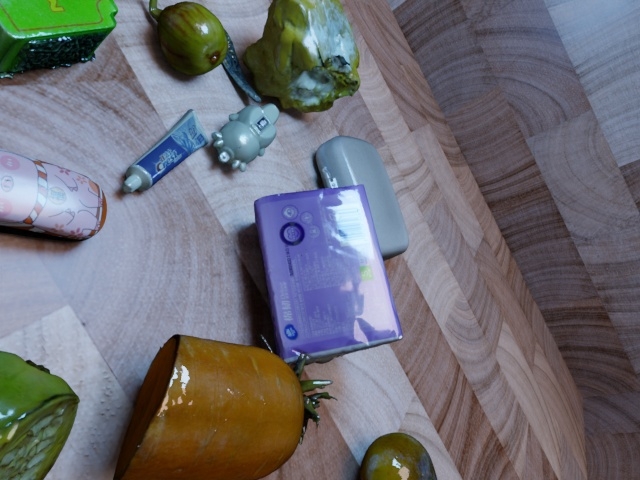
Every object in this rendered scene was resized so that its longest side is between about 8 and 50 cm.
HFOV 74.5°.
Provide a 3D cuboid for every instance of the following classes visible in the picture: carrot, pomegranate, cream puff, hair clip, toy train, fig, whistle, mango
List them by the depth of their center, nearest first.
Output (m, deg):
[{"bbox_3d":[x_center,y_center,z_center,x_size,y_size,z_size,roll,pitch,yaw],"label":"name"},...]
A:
[{"bbox_3d":[-0.363,0.212,0.398,0.159,0.241,0.190,25,16,3],"label":"pomegranate"},{"bbox_3d":[-0.136,0.249,0.624,0.331,0.214,0.193,24,90,-38],"label":"carrot"},{"bbox_3d":[-0.444,-0.373,0.646,0.188,0.132,0.243,60,38,-16],"label":"toy train"},{"bbox_3d":[-0.293,-0.438,0.887,0.186,0.148,0.142,22,59,4],"label":"fig"},{"bbox_3d":[0.190,0.538,0.927,0.316,0.146,0.193,50,37,-44],"label":"mango"},{"bbox_3d":[-0.163,-0.245,0.955,0.253,0.105,0.102,-60,149,-41],"label":"whistle"},{"bbox_3d":[-0.215,-0.439,1.057,0.229,0.036,0.066,61,30,4],"label":"hair clip"},{"bbox_3d":[-0.056,-0.499,1.089,0.323,0.269,0.274,8,82,-61],"label":"cream puff"}]

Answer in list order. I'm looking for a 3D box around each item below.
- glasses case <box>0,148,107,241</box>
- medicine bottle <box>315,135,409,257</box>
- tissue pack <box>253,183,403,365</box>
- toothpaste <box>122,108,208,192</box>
[{"bbox_3d":[-0.418,-0.065,0.546,0.266,0.067,0.103,15,57,-48],"label":"glasses case"},{"bbox_3d":[0.129,-0.121,1.241,0.282,0.123,0.375,-5,74,-55],"label":"medicine bottle"},{"bbox_3d":[0.005,0.075,0.870,0.242,0.160,0.338,-8,73,-11],"label":"tissue pack"},{"bbox_3d":[-0.289,-0.165,0.797,0.069,0.047,0.268,39,38,-14],"label":"toothpaste"}]
